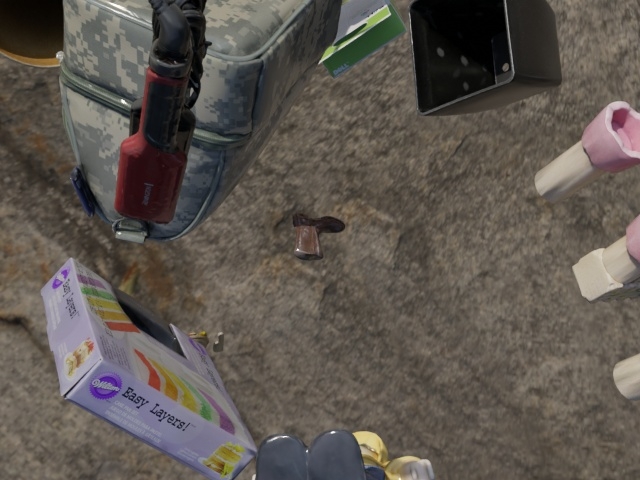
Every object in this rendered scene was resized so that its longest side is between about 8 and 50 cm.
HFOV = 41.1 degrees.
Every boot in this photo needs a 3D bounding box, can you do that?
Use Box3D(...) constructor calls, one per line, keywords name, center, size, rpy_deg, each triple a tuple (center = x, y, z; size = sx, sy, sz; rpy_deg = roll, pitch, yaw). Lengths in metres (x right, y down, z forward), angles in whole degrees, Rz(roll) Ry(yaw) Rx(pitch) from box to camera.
Box3D(name="boot", center=(0.000, 0.000, 1.543), size=(0.106, 0.114, 0.037), rpy_deg=(7, 126, -13))

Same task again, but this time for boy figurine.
Box3D(name="boy figurine", center=(0.028, 0.237, 0.861), size=(0.177, 0.285, 0.092), rpy_deg=(-8, 77, 12))

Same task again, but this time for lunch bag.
Box3D(name="lunch bag", center=(-0.123, -0.169, 0.884), size=(0.213, 0.305, 0.256), rpy_deg=(21, 132, 8))

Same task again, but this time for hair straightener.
Box3D(name="hair straightener", center=(-0.092, -0.093, 0.489), size=(0.047, 0.089, 0.230), rpy_deg=(11, 155, -5))

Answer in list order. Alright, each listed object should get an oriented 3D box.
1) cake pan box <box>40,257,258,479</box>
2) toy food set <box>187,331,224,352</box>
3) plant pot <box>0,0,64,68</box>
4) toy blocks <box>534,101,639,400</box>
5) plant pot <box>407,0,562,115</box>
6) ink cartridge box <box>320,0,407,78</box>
Box3D(name="cake pan box", center=(-0.215, 0.155, 1.044), size=(0.070, 0.267, 0.246), rpy_deg=(-46, 122, 2))
Box3D(name="toy food set", center=(-0.316, 0.238, 1.941), size=(0.192, 0.038, 0.132), rpy_deg=(-12, 155, -16))
Box3D(name="plant pot", center=(-0.494, -0.473, 1.528), size=(0.237, 0.254, 0.237), rpy_deg=(-7, 130, -8))
Box3D(name="toy blocks", center=(0.426, -0.003, 0.821), size=(0.260, 0.289, 0.309), rpy_deg=(-42, 56, 51))
Box3D(name="plant pot", center=(0.264, -0.291, 1.308), size=(0.187, 0.167, 0.188), rpy_deg=(-15, 74, 50))
Box3D(name="ink cartridge box", center=(0.077, -0.416, 1.758), size=(0.189, 0.255, 0.097), rpy_deg=(-31, 118, 15))
